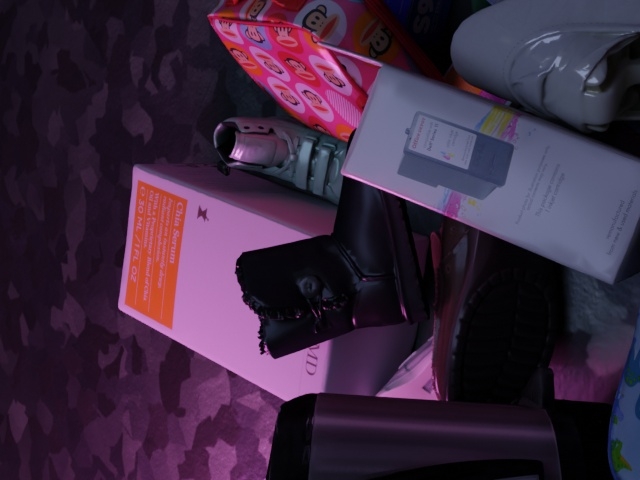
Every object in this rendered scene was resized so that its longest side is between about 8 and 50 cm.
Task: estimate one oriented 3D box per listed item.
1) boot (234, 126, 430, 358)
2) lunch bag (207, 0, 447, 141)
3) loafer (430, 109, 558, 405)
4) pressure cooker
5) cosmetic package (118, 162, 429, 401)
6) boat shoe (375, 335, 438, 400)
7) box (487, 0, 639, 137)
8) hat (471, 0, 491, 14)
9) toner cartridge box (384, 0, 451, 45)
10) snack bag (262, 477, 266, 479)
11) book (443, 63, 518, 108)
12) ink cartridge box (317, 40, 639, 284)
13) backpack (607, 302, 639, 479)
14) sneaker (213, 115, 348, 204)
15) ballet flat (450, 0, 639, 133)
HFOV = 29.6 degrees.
[{"bbox_3d":[0.000,0.000,1.379,0.207,0.094,0.246,-12,93,8],"label":"boot"},{"bbox_3d":[-0.009,-0.236,1.467,0.120,0.258,0.293,-53,35,-10],"label":"lunch bag"},{"bbox_3d":[0.195,0.034,1.399,0.130,0.134,0.365,-165,84,-67],"label":"loafer"},{"bbox_3d":[0.150,0.338,1.231,0.375,0.421,0.369,-83,-3,-59],"label":"pressure cooker"},{"bbox_3d":[-0.080,0.050,1.655,0.453,0.162,0.230,20,108,44],"label":"cosmetic package"},{"bbox_3d":[0.125,0.166,1.500,0.066,0.063,0.184,32,118,-9],"label":"boat shoe"},{"bbox_3d":[0.288,-0.251,1.171,0.201,0.293,0.057,-35,23,43],"label":"box"},{"bbox_3d":[0.283,-0.314,1.313,0.209,0.173,0.183,1,59,29],"label":"hat"},{"bbox_3d":[0.108,-0.427,1.478,0.165,0.075,0.347,30,114,41],"label":"toner cartridge box"},{"bbox_3d":[0.003,0.414,1.605,0.342,0.037,0.323,-49,42,45],"label":"snack bag"},{"bbox_3d":[0.190,-0.177,1.439,0.096,0.035,0.144,57,132,26],"label":"book"},{"bbox_3d":[0.161,-0.080,1.209,0.354,0.207,0.119,24,100,19],"label":"ink cartridge box"},{"bbox_3d":[0.407,0.114,1.092,0.290,0.273,0.355,26,124,37],"label":"backpack"},{"bbox_3d":[-0.035,-0.100,1.599,0.256,0.151,0.094,26,113,44],"label":"sneaker"},{"bbox_3d":[0.307,-0.155,1.120,0.400,0.139,0.139,4,97,18],"label":"ballet flat"}]
